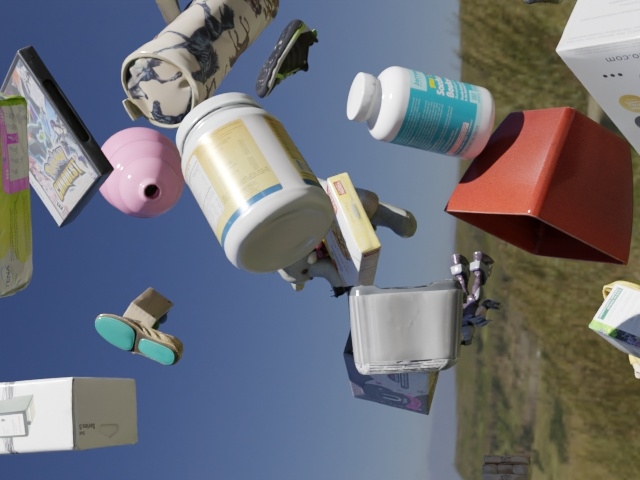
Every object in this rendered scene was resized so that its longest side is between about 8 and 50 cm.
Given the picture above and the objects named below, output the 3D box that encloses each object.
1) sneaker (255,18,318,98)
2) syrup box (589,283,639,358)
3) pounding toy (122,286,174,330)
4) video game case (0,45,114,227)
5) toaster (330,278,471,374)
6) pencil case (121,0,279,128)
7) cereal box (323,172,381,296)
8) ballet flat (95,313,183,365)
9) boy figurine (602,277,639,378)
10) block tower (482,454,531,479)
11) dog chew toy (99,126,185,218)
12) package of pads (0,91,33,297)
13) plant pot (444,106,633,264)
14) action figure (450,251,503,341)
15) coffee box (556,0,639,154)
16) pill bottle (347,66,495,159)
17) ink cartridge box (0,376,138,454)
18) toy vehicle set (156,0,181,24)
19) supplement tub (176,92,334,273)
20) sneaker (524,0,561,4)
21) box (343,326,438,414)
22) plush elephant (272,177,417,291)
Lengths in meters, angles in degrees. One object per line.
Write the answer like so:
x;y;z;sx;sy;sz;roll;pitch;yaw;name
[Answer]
-0.071;-0.430;2.137;0.084;0.097;0.234;-9;50;62;sneaker
0.562;0.154;1.436;0.093;0.096;0.237;-57;23;-3;syrup box
-0.483;0.228;2.437;0.181;0.094;0.206;-55;-1;21;pounding toy
-0.483;-0.173;1.563;0.035;0.275;0.248;-34;-89;-35;video game case
0.132;0.141;1.455;0.129;0.227;0.146;51;-145;-85;toaster
-0.227;-0.385;1.704;0.160;0.184;0.410;45;-134;-18;pencil case
0.056;0.001;1.730;0.240;0.047;0.173;93;156;-62;cereal box
-0.390;0.211;1.924;0.073;0.206;0.067;-68;-9;22;ballet flat
0.619;0.188;1.677;0.177;0.092;0.285;87;175;-59;boy figurine
0.360;0.587;1.707;0.091;0.097;0.335;38;-129;-68;block tower
-0.400;-0.142;1.998;0.332;0.207;0.206;-138;47;-68;dog chew toy
-0.536;-0.072;1.287;0.101;0.229;0.296;-38;-47;-72;package of pads
0.449;-0.115;1.728;0.267;0.267;0.235;7;76;61;plant pot
0.438;0.170;2.557;0.099;0.185;0.285;41;-133;-42;action figure
0.653;-0.353;1.417;0.334;0.338;0.338;38;-111;-35;coffee box
0.189;-0.249;1.701;0.146;0.264;0.146;-170;90;-74;pill bottle
-0.465;0.290;1.451;0.198;0.273;0.114;27;-123;-71;ink cartridge box
-0.332;-0.584;1.760;0.166;0.035;0.266;96;160;-83;toy vehicle set
-0.087;-0.074;1.109;0.199;0.144;0.144;58;172;29;supplement tub
0.454;-0.505;1.614;0.276;0.097;0.135;-34;-4;-32;sneaker
0.145;0.216;1.664;0.247;0.163;0.142;77;-152;-62;box
0.000;0.000;1.939;0.272;0.330;0.255;20;-91;-66;plush elephant
